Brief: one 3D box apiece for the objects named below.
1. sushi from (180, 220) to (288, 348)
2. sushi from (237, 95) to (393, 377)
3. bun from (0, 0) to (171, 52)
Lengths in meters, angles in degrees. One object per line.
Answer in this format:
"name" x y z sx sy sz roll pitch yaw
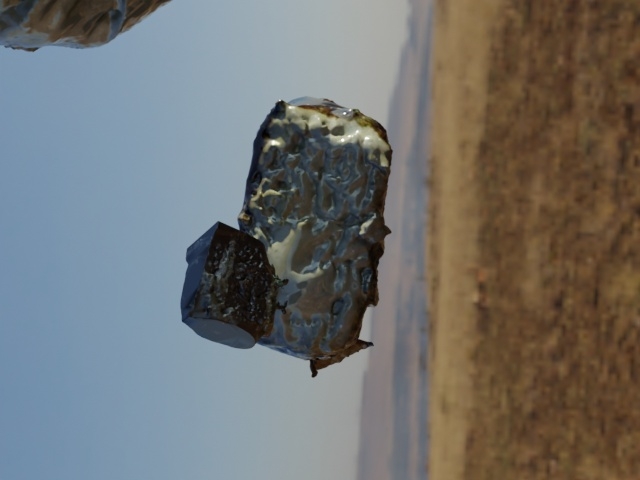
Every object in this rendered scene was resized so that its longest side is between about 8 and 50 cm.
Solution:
"sushi" -0.070 0.044 1.152 0.056 0.084 0.083 -39 34 46
"sushi" 0.000 0.000 1.665 0.182 0.196 0.343 4 -85 -74
"bun" -0.222 -0.327 1.244 0.194 0.354 0.354 48 145 49
